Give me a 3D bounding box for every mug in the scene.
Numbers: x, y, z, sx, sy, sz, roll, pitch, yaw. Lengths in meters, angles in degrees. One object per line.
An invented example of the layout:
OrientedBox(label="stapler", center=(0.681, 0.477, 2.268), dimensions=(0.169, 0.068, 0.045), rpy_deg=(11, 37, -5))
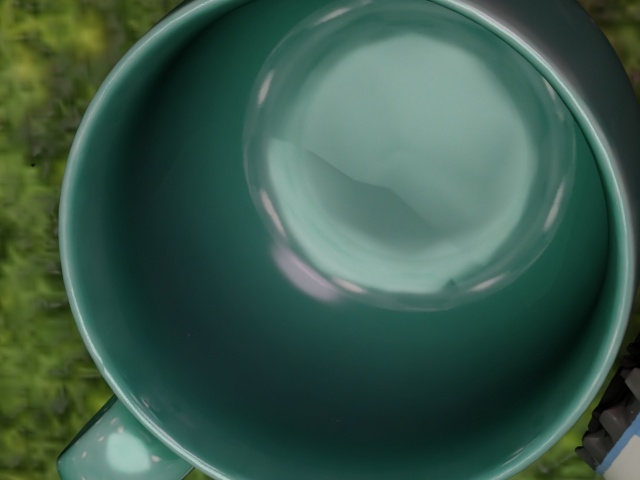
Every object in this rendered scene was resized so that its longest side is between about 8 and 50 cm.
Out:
OrientedBox(label="mug", center=(0.002, -0.009, 0.461), dimensions=(0.158, 0.097, 0.129), rpy_deg=(-11, 106, 17))

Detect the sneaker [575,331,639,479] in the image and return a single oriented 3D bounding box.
OrientedBox(label="sneaker", center=(0.157, -0.007, 0.431), dimensions=(0.237, 0.085, 0.086), rpy_deg=(-42, 90, 23))
